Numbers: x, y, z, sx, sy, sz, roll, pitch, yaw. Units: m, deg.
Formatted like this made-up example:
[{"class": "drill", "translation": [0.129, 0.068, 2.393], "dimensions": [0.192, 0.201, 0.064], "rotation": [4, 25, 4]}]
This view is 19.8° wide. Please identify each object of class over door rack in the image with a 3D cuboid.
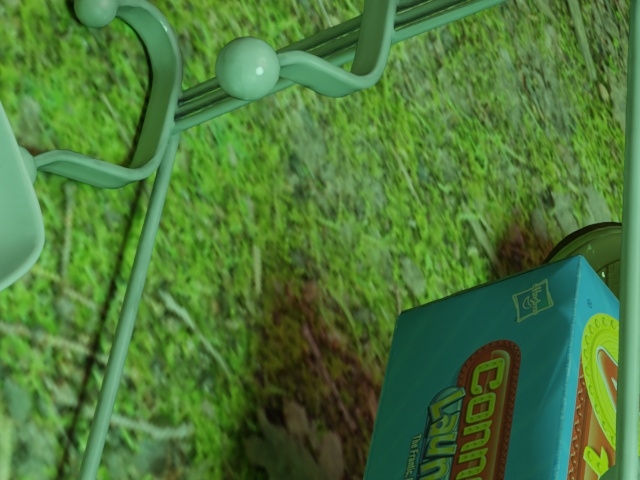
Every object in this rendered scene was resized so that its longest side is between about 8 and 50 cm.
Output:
[{"class": "over door rack", "translation": [0.000, 0.000, 0.609], "dimensions": [0.108, 0.239, 0.324], "rotation": [38, 43, -44]}]

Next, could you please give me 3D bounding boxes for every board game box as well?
[{"class": "board game box", "translation": [0.121, 0.217, 0.668], "dimensions": [0.302, 0.086, 0.308], "rotation": [48, 38, -32]}]

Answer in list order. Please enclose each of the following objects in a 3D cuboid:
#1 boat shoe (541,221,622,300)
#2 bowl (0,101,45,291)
[{"class": "boat shoe", "translation": [0.218, 0.101, 1.033], "dimensions": [0.342, 0.123, 0.123], "rotation": [42, 11, -29]}, {"class": "bowl", "translation": [-0.161, -0.032, 0.560], "dimensions": [0.142, 0.053, 0.142], "rotation": [-30, 99, -57]}]
